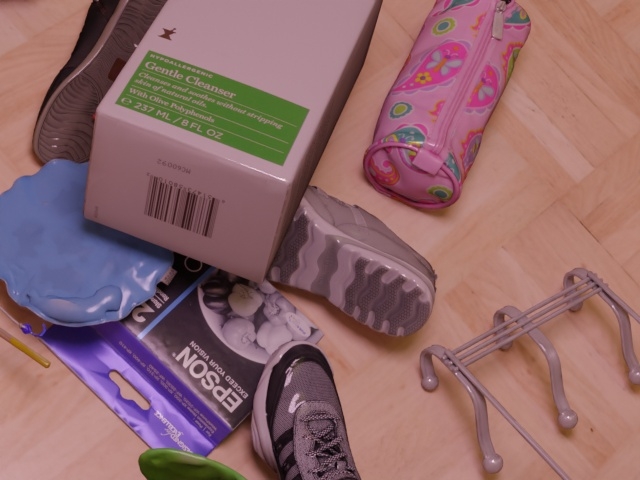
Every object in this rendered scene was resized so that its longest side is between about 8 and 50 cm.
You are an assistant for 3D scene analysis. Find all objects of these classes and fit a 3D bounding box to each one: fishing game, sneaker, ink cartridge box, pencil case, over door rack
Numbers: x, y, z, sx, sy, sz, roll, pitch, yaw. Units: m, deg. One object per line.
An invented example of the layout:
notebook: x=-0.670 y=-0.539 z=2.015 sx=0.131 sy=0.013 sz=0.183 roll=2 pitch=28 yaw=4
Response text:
fishing game: x=-0.233 y=0.003 z=1.436 sx=0.189 sy=0.041 sz=0.264 roll=29 pitch=62 yaw=8
sneaker: x=0.000 y=0.000 z=1.552 sx=0.281 sy=0.105 sz=0.115 roll=36 pitch=24 yaw=4
sneaker: x=-0.237 y=-0.177 z=1.552 sx=0.083 sy=0.118 sz=0.222 roll=37 pitch=84 yaw=-27
sneaker: x=0.012 y=0.218 z=1.375 sx=0.101 sy=0.153 sz=0.269 roll=5 pitch=73 yaw=-29
ink cartridge box: x=-0.137 y=0.096 z=1.465 sx=0.206 sy=0.045 sz=0.208 roll=43 pitch=60 yaw=4
pencil case: x=0.147 y=-0.171 z=1.658 sx=0.124 sy=0.124 sz=0.284 roll=30 pitch=59 yaw=-4
over door rack: x=0.290 y=0.178 z=1.501 sx=0.239 sy=0.108 sz=0.324 roll=-26 pitch=45 yaw=-29

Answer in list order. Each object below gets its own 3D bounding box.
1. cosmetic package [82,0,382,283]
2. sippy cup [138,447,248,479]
cosmetic package: x=-0.076 y=-0.155 z=1.460 sx=0.196 sy=0.155 sz=0.366 roll=19 pitch=47 yaw=2
sippy cup: x=-0.168 y=0.332 z=1.226 sx=0.224 sy=0.240 sz=0.305 roll=9 pitch=17 yaw=12
